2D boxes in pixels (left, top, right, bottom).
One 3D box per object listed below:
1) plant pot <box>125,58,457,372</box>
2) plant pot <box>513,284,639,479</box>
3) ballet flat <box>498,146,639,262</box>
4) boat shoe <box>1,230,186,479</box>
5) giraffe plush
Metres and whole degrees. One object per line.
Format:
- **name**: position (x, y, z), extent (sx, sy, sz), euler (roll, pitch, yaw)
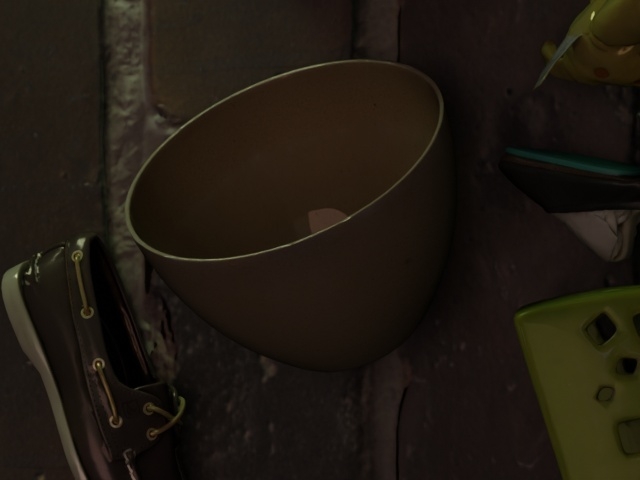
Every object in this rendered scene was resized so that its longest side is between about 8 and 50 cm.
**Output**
- **plant pot**: position (0.000, 0.000, 1.520), extent (0.284, 0.284, 0.191), euler (-13, 124, 17)
- **plant pot**: position (0.293, 0.134, 1.440), extent (0.207, 0.228, 0.227), euler (-17, 86, 11)
- **ballet flat**: position (0.277, -0.027, 1.481), extent (0.280, 0.095, 0.096), euler (4, 93, 30)
- **boat shoe**: position (-0.185, 0.149, 1.638), extent (0.096, 0.116, 0.324), euler (-30, 78, 19)
- **giraffe plush**: position (0.302, -0.158, 1.466), extent (0.170, 0.181, 0.210), euler (37, 91, -10)
